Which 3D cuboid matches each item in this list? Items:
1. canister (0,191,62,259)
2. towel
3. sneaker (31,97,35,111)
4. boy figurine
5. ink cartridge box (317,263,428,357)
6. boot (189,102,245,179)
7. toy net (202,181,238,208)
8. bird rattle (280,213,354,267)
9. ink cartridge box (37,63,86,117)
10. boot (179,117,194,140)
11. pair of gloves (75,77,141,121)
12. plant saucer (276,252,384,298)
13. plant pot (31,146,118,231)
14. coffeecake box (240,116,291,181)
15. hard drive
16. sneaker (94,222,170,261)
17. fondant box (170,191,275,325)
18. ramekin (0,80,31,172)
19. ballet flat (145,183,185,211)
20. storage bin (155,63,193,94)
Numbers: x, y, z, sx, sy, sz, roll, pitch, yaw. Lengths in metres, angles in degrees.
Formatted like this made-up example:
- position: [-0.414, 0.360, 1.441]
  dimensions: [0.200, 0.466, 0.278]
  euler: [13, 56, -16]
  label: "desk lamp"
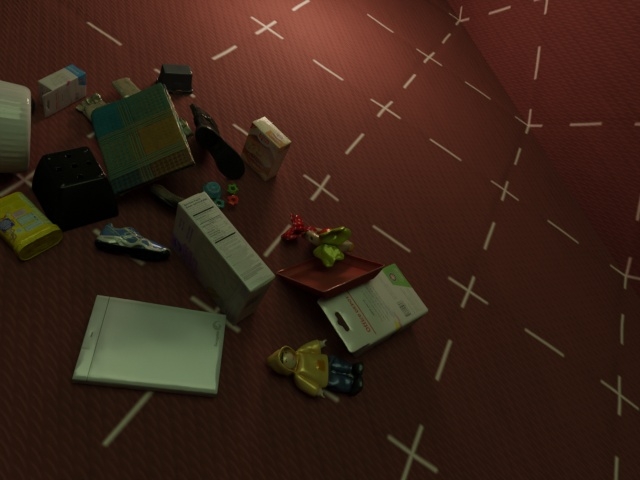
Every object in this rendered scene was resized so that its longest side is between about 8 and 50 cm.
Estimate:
- position: [-0.825, -0.044, 1.310]
  dimensions: [0.170, 0.073, 0.126]
  euler: [42, 51, 9]
  label: "canister"
- position: [-0.581, -0.332, 1.533]
  dimensions: [0.272, 0.040, 0.370]
  euler: [-24, 65, -6]
  label: "towel"
- position: [-1.048, -0.428, 1.437]
  dimensions: [0.319, 0.131, 0.112]
  euler: [-22, 68, -35]
  label: "sneaker"
- position: [-0.016, 0.367, 1.392]
  dimensions: [0.285, 0.092, 0.177]
  euler: [21, 53, -15]
  label: "boy figurine"
- position: [0.154, 0.236, 1.545]
  dimensions: [0.354, 0.119, 0.207]
  euler: [-19, 66, -35]
  label: "ink cartridge box"
- position: [-0.375, -0.366, 1.722]
  dimensions: [0.263, 0.091, 0.229]
  euler: [54, 6, -36]
  label: "boot"
- position: [-0.347, -0.104, 1.601]
  dimensions: [0.122, 0.045, 0.232]
  euler: [13, 54, -19]
  label: "toy net"
- position: [0.000, 0.000, 1.635]
  dimensions: [0.254, 0.143, 0.207]
  euler: [18, 7, 40]
  label: "bird rattle"
- position: [-0.878, -0.501, 1.588]
  dimensions: [0.062, 0.104, 0.181]
  euler: [34, 49, 1]
  label: "ink cartridge box"
- position: [-0.501, -0.323, 1.585]
  dimensions: [0.165, 0.077, 0.213]
  euler: [-30, 46, 1]
  label: "boot"
- position: [-0.709, -0.464, 1.685]
  dimensions: [0.204, 0.042, 0.240]
  euler: [42, 55, 1]
  label: "pair of gloves"
- position: [0.032, 0.112, 1.538]
  dimensions: [0.259, 0.259, 0.047]
  euler: [-19, 111, -35]
  label: "plant saucer"
- position: [-0.716, -0.164, 1.386]
  dimensions: [0.188, 0.167, 0.187]
  euler: [-23, 70, -37]
  label: "plant pot"
- position: [-0.203, -0.333, 1.736]
  dimensions: [0.142, 0.185, 0.068]
  euler: [44, 50, 9]
  label: "coffeecake box"
- position: [-0.443, 0.284, 1.275]
  dimensions: [0.353, 0.047, 0.232]
  euler: [13, 53, -18]
  label: "hard drive"
- position: [-0.548, 0.003, 1.403]
  dimensions: [0.211, 0.080, 0.081]
  euler: [16, 55, -16]
  label: "sneaker"
- position: [-0.295, 0.057, 1.381]
  dimensions: [0.096, 0.238, 0.330]
  euler: [-31, 74, -36]
  label: "fondant box"
- position: [-0.905, -0.321, 1.345]
  dimensions: [0.135, 0.277, 0.277]
  euler: [1, 57, -34]
  label: "ramekin"
- position: [-0.447, -0.122, 1.515]
  dimensions: [0.250, 0.084, 0.058]
  euler: [28, 75, 12]
  label: "ballet flat"
- position: [-0.560, -0.626, 1.838]
  dimensions: [0.135, 0.091, 0.098]
  euler: [-8, 61, -29]
  label: "storage bin"
